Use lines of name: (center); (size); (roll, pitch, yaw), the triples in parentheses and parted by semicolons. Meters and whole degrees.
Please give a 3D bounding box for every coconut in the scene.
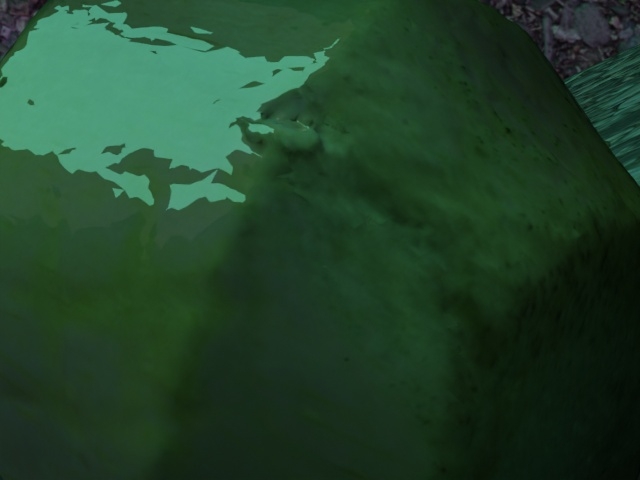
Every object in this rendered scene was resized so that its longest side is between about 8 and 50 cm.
coconut: (-0.028, 0.028, 0.604); (0.259, 0.259, 0.259); (-26, 5, 2)

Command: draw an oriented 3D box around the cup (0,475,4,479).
cup: (-0.215, 0.145, 0.419); (0.317, 0.212, 0.212); (-22, 6, 20)
